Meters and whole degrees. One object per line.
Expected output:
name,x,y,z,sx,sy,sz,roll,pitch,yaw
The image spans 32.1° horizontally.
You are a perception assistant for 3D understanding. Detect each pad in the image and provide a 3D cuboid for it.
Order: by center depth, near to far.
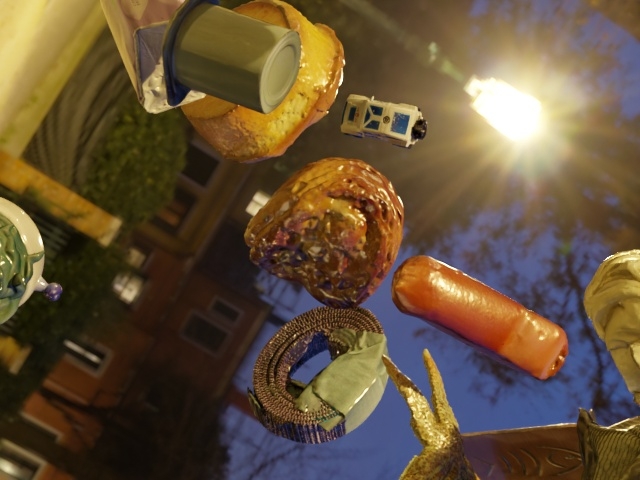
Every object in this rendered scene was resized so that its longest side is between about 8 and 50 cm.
pad,0.412,0.426,2.159,0.284,0.286,0.018,-9,-125,22

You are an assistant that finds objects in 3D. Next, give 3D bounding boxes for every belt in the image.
belt,0.006,0.277,2.329,0.325,0.260,0.122,-44,145,-28

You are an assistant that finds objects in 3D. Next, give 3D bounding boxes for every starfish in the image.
starfish,0.188,0.356,1.872,0.078,0.358,0.347,-15,-158,34

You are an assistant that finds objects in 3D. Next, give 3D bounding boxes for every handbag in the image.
handbag,0.525,0.414,1.744,0.240,0.247,0.341,-120,-156,-67

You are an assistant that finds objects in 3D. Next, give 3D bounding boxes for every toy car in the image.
toy car,0.117,-0.222,2.069,0.070,0.170,0.080,8,97,-66

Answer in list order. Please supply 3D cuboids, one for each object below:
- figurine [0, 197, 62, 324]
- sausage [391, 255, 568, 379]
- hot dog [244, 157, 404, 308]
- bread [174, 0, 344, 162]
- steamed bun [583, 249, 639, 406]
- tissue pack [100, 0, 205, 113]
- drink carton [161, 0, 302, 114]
figurine,-0.560,-0.025,1.676,0.186,0.382,0.261,-33,156,-37
sausage,0.246,0.119,1.719,0.097,0.348,0.094,-62,-152,1
hot dog,0.000,0.000,2.080,0.174,0.267,0.387,-63,-174,-32
bread,-0.137,-0.375,2.561,0.398,0.215,0.398,-22,-131,28
steamed bun,0.779,0.178,2.500,0.237,0.346,0.394,-35,-138,33
tissue pack,-0.339,-0.459,2.224,0.242,0.160,0.338,92,-24,-57
drink carton,-0.152,-0.316,1.915,0.185,0.189,0.191,-50,155,-37
